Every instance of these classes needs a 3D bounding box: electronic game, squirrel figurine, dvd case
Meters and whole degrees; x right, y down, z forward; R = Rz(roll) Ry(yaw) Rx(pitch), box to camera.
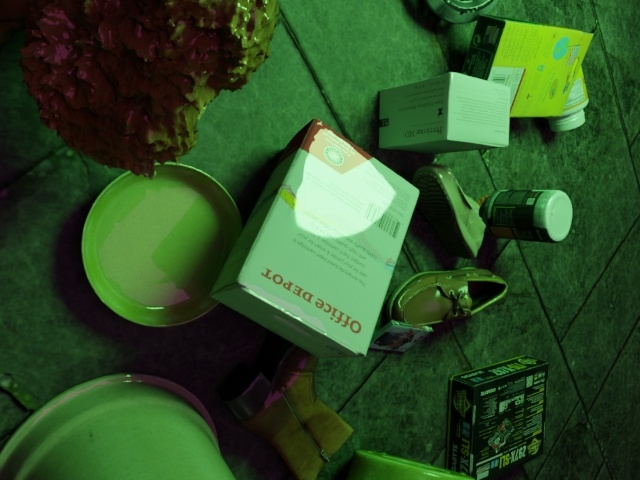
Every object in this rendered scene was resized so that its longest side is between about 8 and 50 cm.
[{"bbox_3d":[0.289,-0.553,0.986,0.230,0.048,0.229,-9,116,-20],"label":"electronic game"},{"bbox_3d":[-0.257,-0.262,0.507,0.371,0.281,0.396,-28,91,-3],"label":"squirrel figurine"},{"bbox_3d":[0.162,0.198,1.024,0.120,0.087,0.013,15,41,-37],"label":"dvd case"}]

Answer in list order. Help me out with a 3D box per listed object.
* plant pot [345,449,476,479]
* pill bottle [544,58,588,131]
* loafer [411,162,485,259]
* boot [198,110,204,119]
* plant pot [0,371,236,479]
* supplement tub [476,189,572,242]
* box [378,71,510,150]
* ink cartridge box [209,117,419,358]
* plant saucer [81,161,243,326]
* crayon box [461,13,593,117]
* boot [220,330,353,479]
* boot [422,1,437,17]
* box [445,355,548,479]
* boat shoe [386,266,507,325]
[{"bbox_3d":[0.144,0.587,0.904,0.367,0.367,0.352,28,66,-35],"label":"plant pot"},{"bbox_3d":[0.605,-0.391,1.265,0.117,0.117,0.214,-37,115,-28],"label":"pill bottle"},{"bbox_3d":[0.281,-0.072,1.074,0.092,0.102,0.268,-53,130,-22],"label":"loafer"},{"bbox_3d":[-0.217,-0.245,0.710,0.152,0.073,0.197,39,78,-35],"label":"boot"},{"bbox_3d":[-0.219,0.370,0.613,0.334,0.306,0.333,-4,96,-36],"label":"plant pot"},{"bbox_3d":[0.458,-0.058,1.142,0.117,0.190,0.116,-5,98,-36],"label":"supplement tub"},{"bbox_3d":[0.238,-0.238,0.970,0.182,0.181,0.118,-2,95,-36],"label":"box"},{"bbox_3d":[0.000,0.000,0.787,0.226,0.131,0.306,33,63,-19],"label":"ink cartridge box"},{"bbox_3d":[-0.228,0.006,0.740,0.241,0.037,0.240,-3,95,-36],"label":"plant saucer"},{"bbox_3d":[0.457,-0.382,1.123,0.319,0.081,0.202,-8,125,-31],"label":"crayon box"},{"bbox_3d":[-0.005,0.275,0.894,0.264,0.096,0.280,-49,122,-26],"label":"boot"},{"bbox_3d":[0.293,-0.533,1.060,0.198,0.077,0.136,-2,100,-23],"label":"boot"},{"bbox_3d":[0.451,0.445,1.254,0.322,0.079,0.256,-2,97,-36],"label":"box"},{"bbox_3d":[0.281,0.118,1.081,0.308,0.104,0.110,-17,106,-33],"label":"boat shoe"}]
